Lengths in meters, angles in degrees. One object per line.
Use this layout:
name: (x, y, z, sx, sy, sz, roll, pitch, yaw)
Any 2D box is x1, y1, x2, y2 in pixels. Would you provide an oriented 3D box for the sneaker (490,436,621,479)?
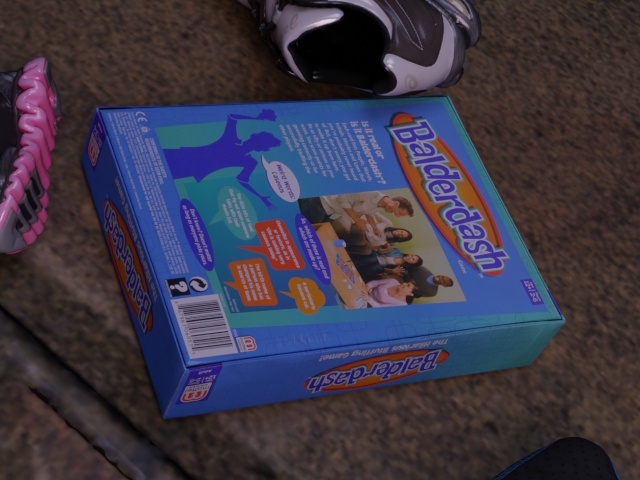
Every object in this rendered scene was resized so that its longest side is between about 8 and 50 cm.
sneaker: (0.195, 0.213, 0.546, 0.341, 0.125, 0.139, 41, 44, 8)

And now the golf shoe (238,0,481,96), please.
golf shoe: (-0.010, -0.140, 0.751, 0.198, 0.077, 0.094, 27, 38, 23)

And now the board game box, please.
board game box: (0.000, 0.000, 0.685, 0.210, 0.047, 0.160, -5, 54, -26)

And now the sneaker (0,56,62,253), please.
sneaker: (-0.163, -0.041, 0.659, 0.057, 0.047, 0.119, -1, 49, 0)
